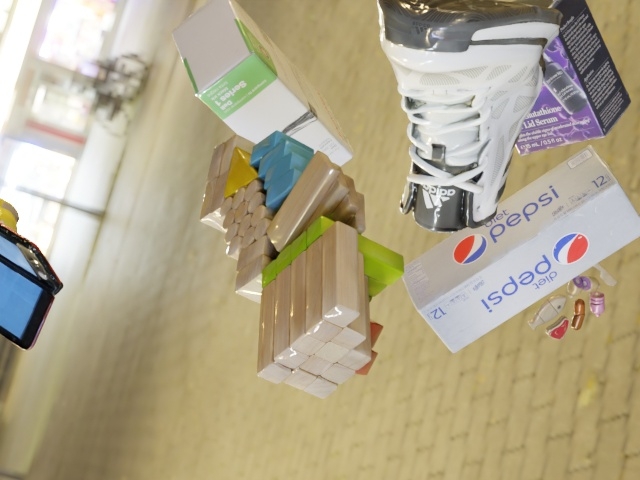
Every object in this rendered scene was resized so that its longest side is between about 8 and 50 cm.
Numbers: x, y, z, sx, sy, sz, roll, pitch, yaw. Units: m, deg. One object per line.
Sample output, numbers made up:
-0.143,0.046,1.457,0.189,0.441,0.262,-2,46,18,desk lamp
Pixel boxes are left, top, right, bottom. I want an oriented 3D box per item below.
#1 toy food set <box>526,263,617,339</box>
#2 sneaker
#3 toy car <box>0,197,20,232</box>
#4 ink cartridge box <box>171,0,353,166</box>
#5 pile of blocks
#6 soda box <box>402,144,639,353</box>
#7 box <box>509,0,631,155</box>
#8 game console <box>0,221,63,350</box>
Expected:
0.337,0.087,1.819,0.122,0.078,0.019,-47,32,6,toy food set
0.156,-0.125,1.461,0.447,0.169,0.258,-15,-64,-71,sneaker
-0.575,-0.059,2.379,0.053,0.239,0.225,-47,-18,-11,toy car
-0.071,-0.181,1.724,0.092,0.219,0.160,-37,40,11,ink cartridge box
0.000,0.000,1.178,0.149,0.112,0.362,-56,28,16,pile of blocks
0.246,0.012,1.697,0.286,0.098,0.091,-34,37,9,soda box
0.327,-0.245,1.990,0.153,0.207,0.108,-13,25,43,box
-0.384,0.041,1.632,0.085,0.144,0.124,-49,-33,-21,game console
